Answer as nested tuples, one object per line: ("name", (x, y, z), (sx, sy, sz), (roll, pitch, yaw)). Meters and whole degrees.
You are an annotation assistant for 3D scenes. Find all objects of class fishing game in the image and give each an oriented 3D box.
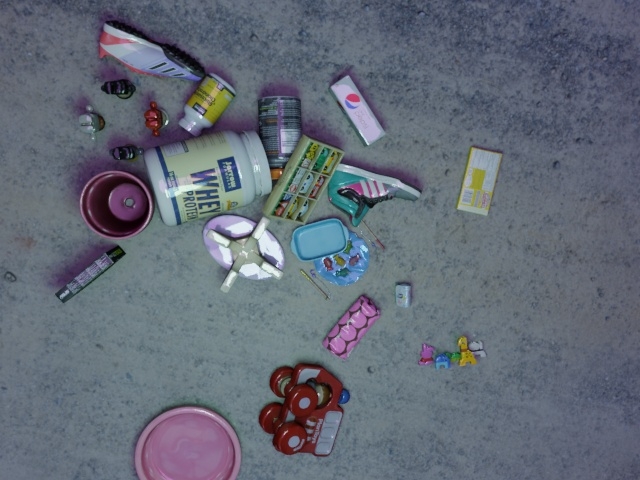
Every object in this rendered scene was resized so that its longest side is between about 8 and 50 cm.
("fishing game", (0.068, 0.053, 1.969), (0.264, 0.041, 0.189), (-39, 98, -3))

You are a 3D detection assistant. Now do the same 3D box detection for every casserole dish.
("casserole dish", (0.000, 0.000, 1.936), (0.189, 0.037, 0.114), (-15, 83, 10))

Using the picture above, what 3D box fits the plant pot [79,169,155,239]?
("plant pot", (-0.585, -0.108, 1.818), (0.202, 0.180, 0.201), (-1, 96, -6))

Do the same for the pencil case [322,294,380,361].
("pencil case", (0.105, 0.281, 1.974), (0.098, 0.095, 0.209), (39, 94, 27))

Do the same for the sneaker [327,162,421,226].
("sneaker", (0.153, -0.121, 1.914), (0.296, 0.124, 0.178), (16, 90, 1))

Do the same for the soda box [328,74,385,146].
("soda box", (0.112, -0.399, 1.906), (0.069, 0.074, 0.216), (-35, 98, -1))

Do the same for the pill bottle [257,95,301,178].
("pill bottle", (-0.121, -0.307, 1.866), (0.131, 0.130, 0.245), (-2, 96, -5))

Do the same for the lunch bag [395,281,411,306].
("lunch bag", (0.267, 0.173, 1.980), (0.053, 0.083, 0.071), (-2, 97, -6))

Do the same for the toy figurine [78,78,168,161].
("toy figurine", (-0.580, -0.353, 1.816), (0.213, 0.148, 0.209), (38, 97, -10))

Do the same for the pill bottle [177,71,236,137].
("pill bottle", (-0.344, -0.403, 1.847), (0.103, 0.103, 0.184), (37, 91, -8))

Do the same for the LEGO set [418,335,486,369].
("LEGO set", (0.438, 0.358, 2.016), (0.227, 0.087, 0.093), (-7, 97, -6))

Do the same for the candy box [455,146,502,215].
("candy box", (0.512, -0.191, 1.992), (0.105, 0.027, 0.205), (12, 95, -9))

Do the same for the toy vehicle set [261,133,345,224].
("toy vehicle set", (-0.050, -0.177, 1.846), (0.166, 0.035, 0.266), (9, 117, -48))

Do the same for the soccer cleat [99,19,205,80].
("soccer cleat", (-0.499, -0.535, 1.829), (0.318, 0.108, 0.116), (24, 113, -9))

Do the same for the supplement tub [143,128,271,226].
("supplement tub", (-0.327, -0.189, 1.793), (0.325, 0.235, 0.235), (-17, 98, -14))

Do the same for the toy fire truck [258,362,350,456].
("toy fire truck", (-0.036, 0.542, 1.970), (0.254, 0.169, 0.302), (14, 96, -31))

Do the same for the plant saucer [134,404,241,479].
("plant saucer", (-0.418, 0.680, 1.970), (0.333, 0.084, 0.331), (-1, 97, -5))

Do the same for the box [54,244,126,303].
("box", (-0.679, 0.097, 1.829), (0.191, 0.184, 0.045), (-39, 97, 1))

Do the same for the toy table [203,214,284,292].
("toy table", (-0.234, 0.032, 1.879), (0.275, 0.161, 0.252), (19, 94, -8))
